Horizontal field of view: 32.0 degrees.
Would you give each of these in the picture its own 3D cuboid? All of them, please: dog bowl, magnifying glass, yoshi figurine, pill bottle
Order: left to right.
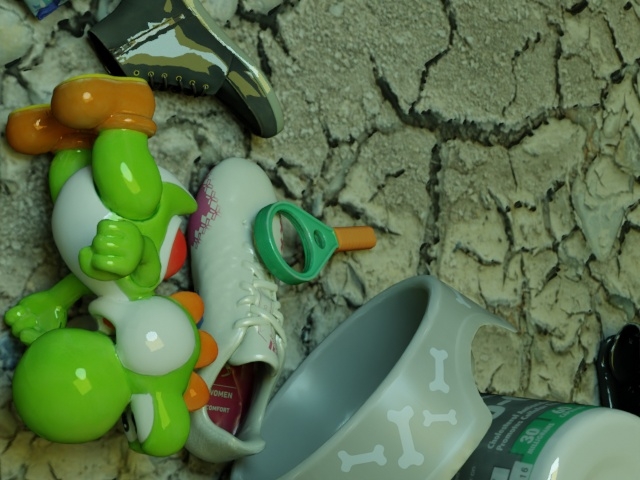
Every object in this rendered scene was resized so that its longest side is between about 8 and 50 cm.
[{"bbox_3d":[-0.225,0.038,1.058,0.203,0.203,0.362,-13,87,8],"label":"yoshi figurine"},{"bbox_3d":[0.000,0.000,1.249,0.231,0.026,0.092,-3,72,-61],"label":"magnifying glass"},{"bbox_3d":[0.044,0.177,1.154,0.102,0.349,0.348,45,65,-10],"label":"dog bowl"},{"bbox_3d":[0.187,0.269,1.215,0.204,0.361,0.204,2,87,-33],"label":"pill bottle"}]

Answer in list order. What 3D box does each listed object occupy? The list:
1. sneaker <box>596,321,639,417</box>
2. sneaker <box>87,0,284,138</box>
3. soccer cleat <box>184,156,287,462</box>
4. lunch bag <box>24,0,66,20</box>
[{"bbox_3d":[0.556,0.156,1.571,0.257,0.169,0.447,46,68,-24],"label":"sneaker"},{"bbox_3d":[-0.145,-0.173,1.202,0.118,0.083,0.222,-46,104,-19],"label":"sneaker"},{"bbox_3d":[-0.078,0.072,1.185,0.116,0.143,0.331,10,82,-32],"label":"soccer cleat"},{"bbox_3d":[-0.260,-0.320,1.124,0.128,0.096,0.151,53,48,-16],"label":"lunch bag"}]
